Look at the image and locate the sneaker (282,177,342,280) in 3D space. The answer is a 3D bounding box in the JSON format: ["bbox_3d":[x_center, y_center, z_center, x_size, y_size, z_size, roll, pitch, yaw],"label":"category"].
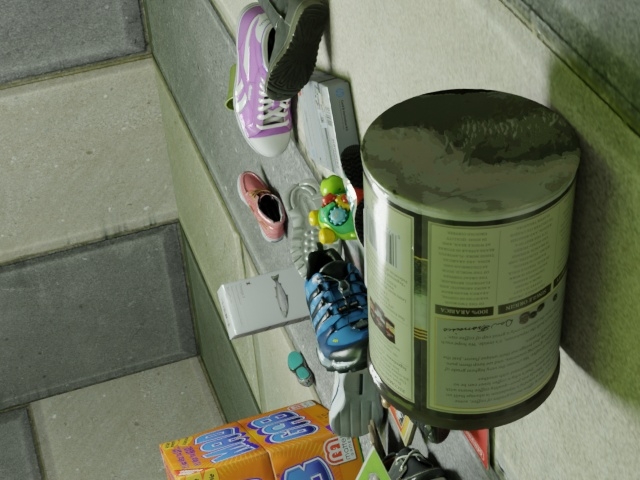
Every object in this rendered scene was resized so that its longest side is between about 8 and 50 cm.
[{"bbox_3d":[0.000,0.000,2.016,0.235,0.090,0.094,-98,-13,-45],"label":"sneaker"}]

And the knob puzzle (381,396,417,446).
[{"bbox_3d":[0.100,0.199,1.848,0.213,0.030,0.213,164,90,-76],"label":"knob puzzle"}]

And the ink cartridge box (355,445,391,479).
[{"bbox_3d":[0.159,0.404,1.681,0.255,0.097,0.189,60,162,20],"label":"ink cartridge box"}]

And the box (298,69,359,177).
[{"bbox_3d":[0.011,-0.184,1.872,0.186,0.038,0.145,-143,41,-68],"label":"box"}]

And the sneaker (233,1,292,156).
[{"bbox_3d":[-0.087,-0.255,2.077,0.161,0.102,0.282,-131,29,-56],"label":"sneaker"}]

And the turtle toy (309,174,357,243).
[{"bbox_3d":[0.034,-0.048,1.826,0.130,0.095,0.066,-119,32,-48],"label":"turtle toy"}]

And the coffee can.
[{"bbox_3d":[0.143,0.020,1.180,0.201,0.202,0.275,-120,20,-48],"label":"coffee can"}]

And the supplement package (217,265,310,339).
[{"bbox_3d":[-0.100,0.119,2.356,0.105,0.179,0.105,132,122,-75],"label":"supplement package"}]

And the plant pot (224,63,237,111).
[{"bbox_3d":[-0.148,-0.302,2.347,0.083,0.083,0.079,113,152,-69],"label":"plant pot"}]

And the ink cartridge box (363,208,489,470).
[{"bbox_3d":[0.141,0.129,1.616,0.296,0.066,0.261,-121,22,-52],"label":"ink cartridge box"}]

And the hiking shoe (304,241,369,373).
[{"bbox_3d":[0.027,0.101,1.770,0.304,0.113,0.132,-138,31,-71],"label":"hiking shoe"}]

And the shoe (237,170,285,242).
[{"bbox_3d":[-0.119,-0.086,2.487,0.081,0.064,0.178,102,146,-60],"label":"shoe"}]

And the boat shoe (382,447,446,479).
[{"bbox_3d":[0.136,0.359,1.848,0.233,0.084,0.079,123,130,-77],"label":"boat shoe"}]

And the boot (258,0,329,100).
[{"bbox_3d":[-0.067,-0.343,1.874,0.208,0.076,0.189,53,124,43],"label":"boot"}]

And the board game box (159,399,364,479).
[{"bbox_3d":[-0.099,0.566,2.458,0.356,0.356,0.356,-175,71,-77],"label":"board game box"}]

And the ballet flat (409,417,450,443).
[{"bbox_3d":[0.150,0.256,1.675,0.173,0.058,0.049,69,-157,-81],"label":"ballet flat"}]

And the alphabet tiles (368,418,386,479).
[{"bbox_3d":[0.113,0.426,2.011,0.237,0.009,0.198,-97,-8,-45],"label":"alphabet tiles"}]

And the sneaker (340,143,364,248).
[{"bbox_3d":[0.068,-0.062,1.762,0.075,0.057,0.161,-59,-47,-85],"label":"sneaker"}]

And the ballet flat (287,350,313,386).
[{"bbox_3d":[-0.043,0.285,2.624,0.114,0.041,0.041,-125,24,-58],"label":"ballet flat"}]

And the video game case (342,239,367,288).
[{"bbox_3d":[0.082,0.083,1.906,0.201,0.023,0.183,-125,24,-55],"label":"video game case"}]

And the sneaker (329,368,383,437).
[{"bbox_3d":[0.065,0.246,2.056,0.258,0.094,0.091,99,171,-51],"label":"sneaker"}]
